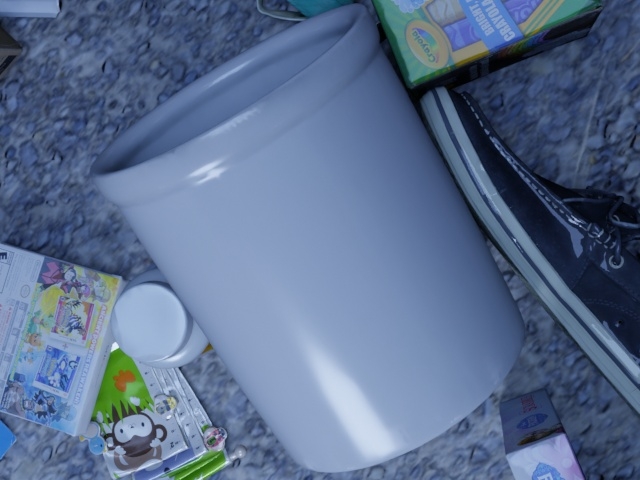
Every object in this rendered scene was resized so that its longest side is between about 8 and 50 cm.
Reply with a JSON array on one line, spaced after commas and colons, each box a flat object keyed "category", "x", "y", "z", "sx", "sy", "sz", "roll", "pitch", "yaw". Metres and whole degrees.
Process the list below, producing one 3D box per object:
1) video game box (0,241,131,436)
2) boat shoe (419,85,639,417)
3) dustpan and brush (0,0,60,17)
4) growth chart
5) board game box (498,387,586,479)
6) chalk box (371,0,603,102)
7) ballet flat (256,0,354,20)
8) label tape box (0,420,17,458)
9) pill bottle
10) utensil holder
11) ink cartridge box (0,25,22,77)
[{"category": "video game box", "x": -0.354, "y": 0.120, "z": 1.450, "sx": 0.187, "sy": 0.048, "sz": 0.205, "roll": 16, "pitch": 88, "yaw": 13}, {"category": "boat shoe", "x": 0.297, "y": 0.010, "z": 1.298, "sx": 0.156, "sy": 0.187, "sz": 0.500, "roll": -41, "pitch": 92, "yaw": 6}, {"category": "dustpan and brush", "x": -0.401, "y": -0.391, "z": 1.451, "sx": 0.147, "sy": 0.060, "sz": 0.211, "roll": 3, "pitch": 92, "yaw": 9}, {"category": "growth chart", "x": -0.226, "y": 0.221, "z": 1.459, "sx": 0.172, "sy": 0.021, "sz": 0.237, "roll": -38, "pitch": 84, "yaw": 7}, {"category": "board game box", "x": 0.281, "y": 0.334, "z": 1.235, "sx": 0.065, "sy": 0.318, "sz": 0.318, "roll": -22, "pitch": 89, "yaw": 7}, {"category": "chalk box", "x": 0.145, "y": -0.273, "z": 1.312, "sx": 0.288, "sy": 0.180, "sz": 0.179, "roll": -21, "pitch": 88, "yaw": 7}, {"category": "ballet flat", "x": -0.076, "y": -0.324, "z": 1.398, "sx": 0.247, "sy": 0.083, "sz": 0.087, "roll": 29, "pitch": 112, "yaw": 9}, {"category": "label tape box", "x": -0.597, "y": 0.301, "z": 1.471, "sx": 0.249, "sy": 0.115, "sz": 0.348, "roll": 43, "pitch": 98, "yaw": 5}, {"category": "pill bottle", "x": -0.171, "y": 0.087, "z": 1.352, "sx": 0.117, "sy": 0.208, "sz": 0.118, "roll": 0, "pitch": 91, "yaw": 9}, {"category": "utensil holder", "x": 0.000, "y": 0.000, "z": 1.220, "sx": 0.327, "sy": 0.327, "sz": 0.385, "roll": -29, "pitch": 107, "yaw": 8}, {"category": "ink cartridge box", "x": -0.523, "y": -0.249, "z": 1.448, "sx": 0.235, "sy": 0.088, "sz": 0.193, "roll": 45, "pitch": 107, "yaw": 5}]
